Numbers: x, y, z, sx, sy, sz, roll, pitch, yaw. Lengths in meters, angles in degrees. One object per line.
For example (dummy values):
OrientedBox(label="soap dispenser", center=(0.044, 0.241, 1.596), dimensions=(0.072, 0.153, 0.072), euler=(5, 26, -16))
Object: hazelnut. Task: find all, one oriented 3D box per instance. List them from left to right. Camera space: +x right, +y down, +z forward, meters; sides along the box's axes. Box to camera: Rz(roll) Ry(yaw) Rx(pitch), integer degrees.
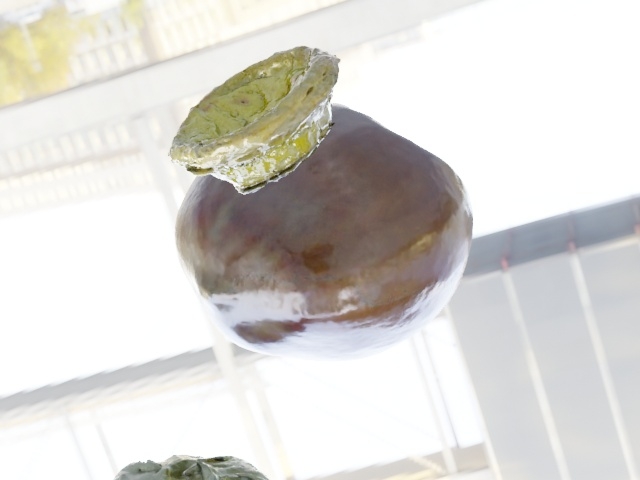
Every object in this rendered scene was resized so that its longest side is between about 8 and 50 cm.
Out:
OrientedBox(label="hazelnut", center=(0.007, -0.002, 1.627), dimensions=(0.366, 0.365, 0.366), euler=(-17, -165, 5))

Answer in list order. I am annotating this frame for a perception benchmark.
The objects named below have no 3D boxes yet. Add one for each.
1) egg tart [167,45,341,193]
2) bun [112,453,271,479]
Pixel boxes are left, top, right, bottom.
OrientedBox(label="egg tart", center=(-0.052, -0.108, 1.192), dimensions=(0.191, 0.074, 0.191), euler=(-28, -154, 15))
OrientedBox(label="bun", center=(-0.158, 0.346, 1.610), dimensions=(0.239, 0.141, 0.239), euler=(2, -156, -1))
